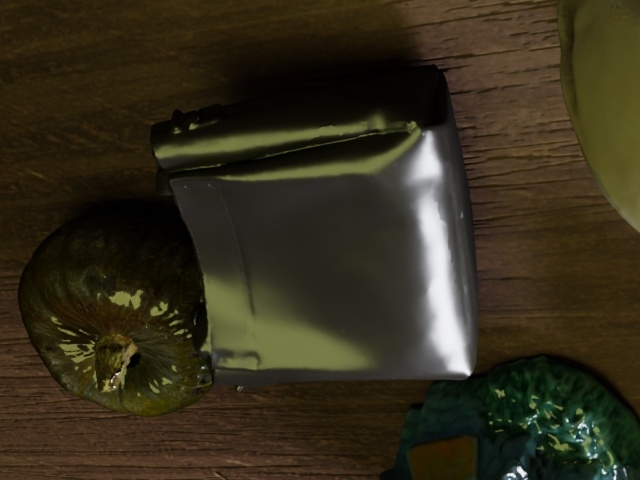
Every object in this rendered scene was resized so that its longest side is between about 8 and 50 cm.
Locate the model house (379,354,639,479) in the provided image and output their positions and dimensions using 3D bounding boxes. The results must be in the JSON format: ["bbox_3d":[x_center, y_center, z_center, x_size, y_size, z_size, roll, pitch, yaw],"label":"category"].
[{"bbox_3d":[0.180,0.285,1.208,0.226,0.241,0.261,-14,120,34],"label":"model house"}]

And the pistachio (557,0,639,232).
[{"bbox_3d":[0.299,-0.080,0.894,0.332,0.208,0.226,35,89,12],"label":"pistachio"}]

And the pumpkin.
[{"bbox_3d":[-0.185,0.078,1.245,0.219,0.162,0.219,9,132,10],"label":"pumpkin"}]

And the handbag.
[{"bbox_3d":[0.000,0.000,1.095,0.257,0.113,0.285,-7,126,4],"label":"handbag"}]
